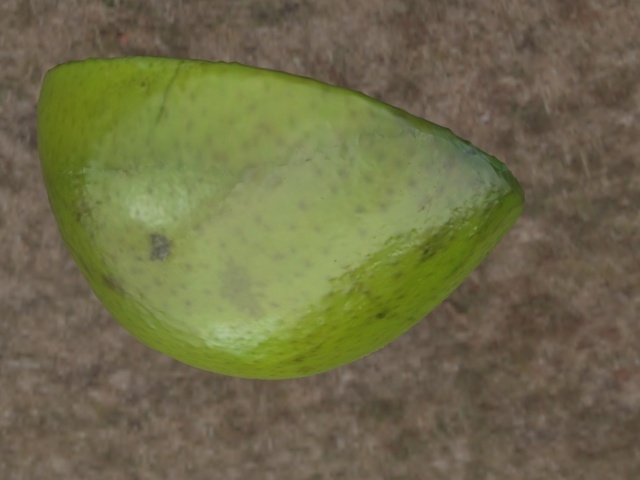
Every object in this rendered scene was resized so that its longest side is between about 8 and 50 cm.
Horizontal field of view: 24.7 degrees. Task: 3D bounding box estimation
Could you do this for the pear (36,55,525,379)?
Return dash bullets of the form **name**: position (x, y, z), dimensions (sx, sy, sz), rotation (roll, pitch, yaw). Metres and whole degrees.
- **pear**: position (-0.003, 0.002, 0.835), dimensions (0.239, 0.139, 0.288), rotation (-11, 150, 41)
